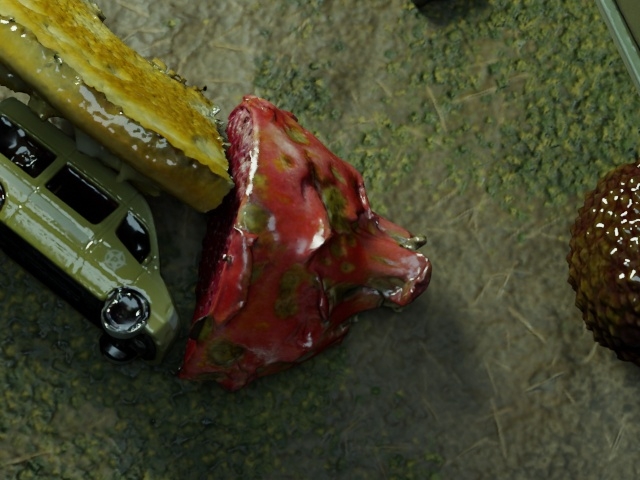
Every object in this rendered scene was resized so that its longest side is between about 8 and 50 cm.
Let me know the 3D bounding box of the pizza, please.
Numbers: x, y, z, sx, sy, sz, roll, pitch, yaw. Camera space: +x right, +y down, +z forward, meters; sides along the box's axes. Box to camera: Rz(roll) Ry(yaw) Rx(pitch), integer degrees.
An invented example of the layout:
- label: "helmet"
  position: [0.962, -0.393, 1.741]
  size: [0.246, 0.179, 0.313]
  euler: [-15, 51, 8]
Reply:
- label: "pizza"
  position: [-0.197, -0.130, 1.662]
  size: [0.323, 0.223, 0.089]
  euler: [39, 104, 6]

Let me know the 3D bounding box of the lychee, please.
- label: "lychee"
  position: [0.301, 0.013, 1.664]
  size: [0.188, 0.188, 0.188]
  euler: [1, 76, -4]

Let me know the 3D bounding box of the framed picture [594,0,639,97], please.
- label: "framed picture"
  position: [0.418, -0.149, 1.788]
  size: [0.247, 0.022, 0.335]
  euler: [-22, 79, -9]

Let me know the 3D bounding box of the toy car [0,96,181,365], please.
- label: "toy car"
  position: [-0.210, -0.007, 1.673]
  size: [0.256, 0.101, 0.124]
  euler: [38, 70, 7]

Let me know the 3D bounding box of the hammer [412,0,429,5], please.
- label: "hammer"
  position: [0.060, -0.356, 1.816]
  size: [0.058, 0.029, 0.292]
  euler: [-21, 77, -11]

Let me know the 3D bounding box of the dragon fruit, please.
- label: "dragon fruit"
  position: [0.000, 0.000, 1.658]
  size: [0.211, 0.134, 0.262]
  euler: [16, 64, -22]
